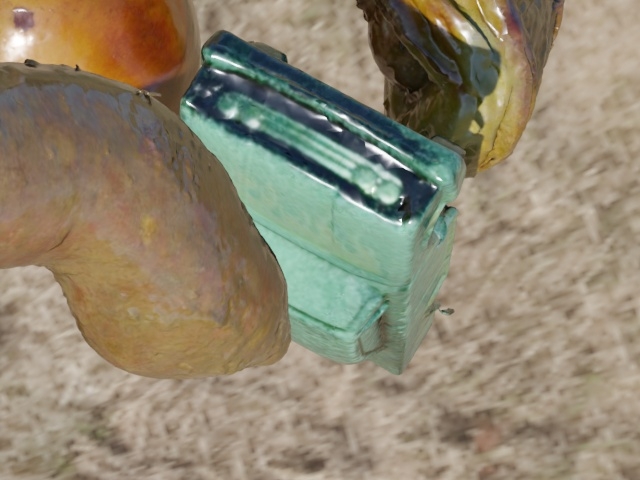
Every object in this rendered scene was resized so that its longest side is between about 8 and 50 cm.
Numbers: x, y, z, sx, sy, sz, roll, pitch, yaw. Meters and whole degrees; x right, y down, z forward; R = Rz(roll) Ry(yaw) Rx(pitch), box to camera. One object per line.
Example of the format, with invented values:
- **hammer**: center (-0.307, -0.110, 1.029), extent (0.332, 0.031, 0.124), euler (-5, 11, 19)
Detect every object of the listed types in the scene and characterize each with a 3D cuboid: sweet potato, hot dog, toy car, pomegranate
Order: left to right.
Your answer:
- **sweet potato**: center (-0.071, -0.016, 0.439), extent (0.218, 0.051, 0.065), euler (30, 78, -46)
- **pomegranate**: center (-0.165, -0.126, 1.152), extent (0.191, 0.191, 0.191), euler (8, 73, -27)
- **toy car**: center (0.000, 0.000, 0.955), extent (0.141, 0.320, 0.097), euler (29, 77, 8)
- **hot dog**: center (0.078, -0.144, 1.095), extent (0.272, 0.122, 0.196), euler (-66, 145, -58)
